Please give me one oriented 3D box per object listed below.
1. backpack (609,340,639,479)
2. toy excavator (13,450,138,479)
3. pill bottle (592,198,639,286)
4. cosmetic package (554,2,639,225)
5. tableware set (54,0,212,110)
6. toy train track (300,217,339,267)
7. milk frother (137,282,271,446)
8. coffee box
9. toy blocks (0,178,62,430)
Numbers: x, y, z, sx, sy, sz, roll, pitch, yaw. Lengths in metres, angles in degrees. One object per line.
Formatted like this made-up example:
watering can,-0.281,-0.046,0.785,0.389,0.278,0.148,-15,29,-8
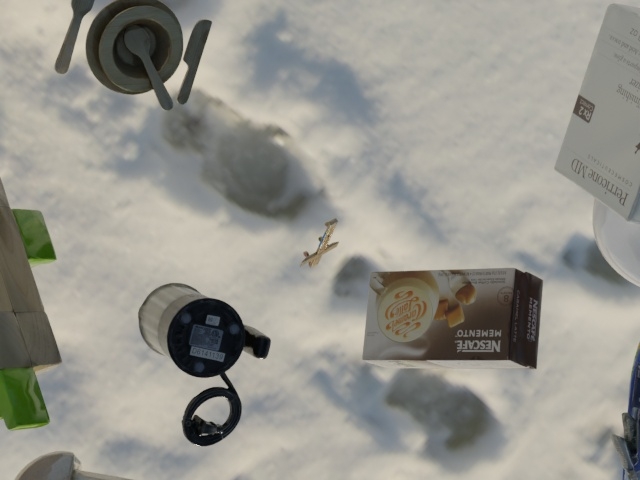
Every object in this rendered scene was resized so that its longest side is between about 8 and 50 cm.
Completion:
backpack,0.379,0.181,1.257,0.290,0.273,0.355,1,79,-36
toy excavator,-0.066,0.391,1.577,0.433,0.445,0.222,-15,166,-6
pill bottle,0.484,-0.135,2.032,0.407,0.229,0.229,-71,161,-48
cosmetic package,0.353,-0.117,1.542,0.151,0.151,0.183,8,109,-26
tableware set,-0.135,-0.211,1.306,0.128,0.039,0.194,11,106,-30
toy train track,0.000,0.000,1.560,0.048,0.014,0.083,-28,160,-29
milk frother,-0.136,0.131,1.664,0.129,0.135,0.143,32,84,-19
coffee box,0.195,0.119,2.315,0.098,0.246,0.141,23,70,-54
toy blocks,-0.393,0.019,1.329,0.261,0.381,0.191,-23,169,20
